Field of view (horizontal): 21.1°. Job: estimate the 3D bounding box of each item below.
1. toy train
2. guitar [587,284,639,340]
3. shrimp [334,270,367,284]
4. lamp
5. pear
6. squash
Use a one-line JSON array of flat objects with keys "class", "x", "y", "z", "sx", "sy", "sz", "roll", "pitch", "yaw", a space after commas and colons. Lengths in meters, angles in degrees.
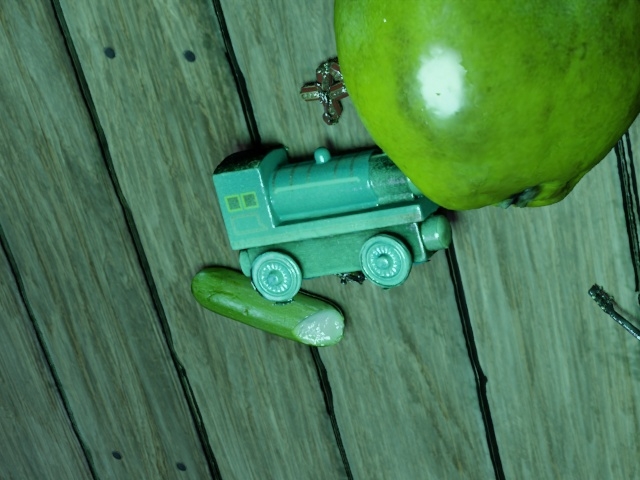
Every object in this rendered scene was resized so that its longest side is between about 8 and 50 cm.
[{"class": "toy train", "x": 0.016, "y": -0.034, "z": 2.160, "sx": 0.298, "sy": 0.120, "sz": 0.194, "roll": -9, "pitch": 104, "yaw": 27}, {"class": "guitar", "x": 0.421, "y": 0.132, "z": 2.095, "sx": 0.233, "sy": 0.088, "sz": 0.025, "roll": 41, "pitch": 138, "yaw": 9}, {"class": "shrimp", "x": 0.000, "y": 0.000, "z": 2.264, "sx": 0.161, "sy": 0.034, "sz": 0.091, "roll": 36, "pitch": 135, "yaw": 1}, {"class": "lamp", "x": 0.014, "y": -0.186, "z": 2.103, "sx": 0.063, "sy": 0.031, "sz": 0.083, "roll": 37, "pitch": 132, "yaw": -2}, {"class": "pear", "x": 0.179, "y": -0.236, "z": 1.740, "sx": 0.352, "sy": 0.352, "sz": 0.413, "roll": 8, "pitch": 106, "yaw": 26}, {"class": "squash", "x": -0.073, "y": 0.092, "z": 2.362, "sx": 0.239, "sy": 0.069, "sz": 0.069, "roll": 17, "pitch": 133, "yaw": 20}]
